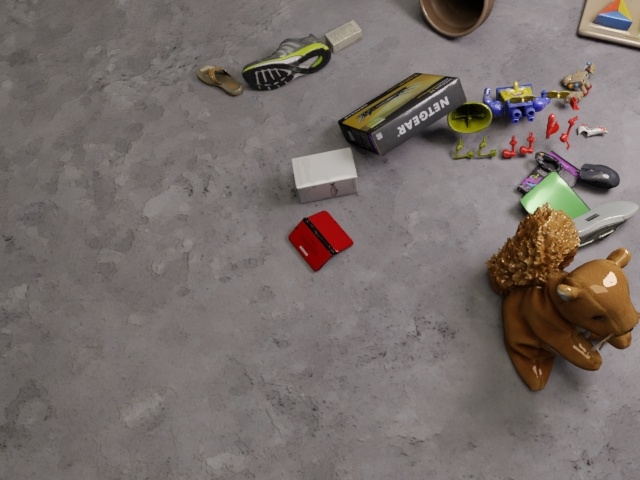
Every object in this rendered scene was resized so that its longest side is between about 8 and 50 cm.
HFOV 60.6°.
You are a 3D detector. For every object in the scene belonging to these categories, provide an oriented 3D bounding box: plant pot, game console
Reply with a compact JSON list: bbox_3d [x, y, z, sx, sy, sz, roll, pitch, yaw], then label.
[{"bbox_3d":[0.488,-0.833,1.788,0.263,0.263,0.229,41,59,19],"label":"plant pot"},{"bbox_3d":[0.000,0.000,1.601,0.124,0.085,0.144,-48,68,19],"label":"game console"}]

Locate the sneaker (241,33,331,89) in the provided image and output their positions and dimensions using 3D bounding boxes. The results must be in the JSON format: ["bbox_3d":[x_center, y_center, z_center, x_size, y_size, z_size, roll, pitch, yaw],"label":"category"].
[{"bbox_3d":[-0.121,-0.597,1.819,0.299,0.111,0.121,-20,57,-9],"label":"sneaker"}]

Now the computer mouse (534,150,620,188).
[{"bbox_3d":[0.737,-0.209,1.570,0.241,0.041,0.071,20,72,12],"label":"computer mouse"}]

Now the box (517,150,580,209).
[{"bbox_3d":[0.671,-0.172,1.598,0.116,0.029,0.162,42,76,18],"label":"box"}]

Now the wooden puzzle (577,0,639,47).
[{"bbox_3d":[1.043,-0.778,1.782,0.321,0.080,0.348,18,71,12],"label":"wooden puzzle"}]

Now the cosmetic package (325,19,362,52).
[{"bbox_3d":[0.079,-0.693,1.861,0.115,0.041,0.060,-28,68,-6],"label":"cosmetic package"}]

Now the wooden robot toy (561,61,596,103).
[{"bbox_3d":[0.790,-0.485,1.708,0.079,0.076,0.173,16,66,49],"label":"wooden robot toy"}]

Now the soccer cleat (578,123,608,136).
[{"bbox_3d":[0.819,-0.327,1.649,0.083,0.029,0.036,16,79,15],"label":"soccer cleat"}]

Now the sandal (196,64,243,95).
[{"bbox_3d":[-0.338,-0.547,1.837,0.180,0.049,0.072,32,74,17],"label":"sandal"}]

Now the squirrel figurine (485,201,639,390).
[{"bbox_3d":[0.565,0.115,1.305,0.280,0.370,0.397,-25,68,-5],"label":"squirrel figurine"}]

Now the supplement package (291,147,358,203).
[{"bbox_3d":[0.015,-0.192,1.628,0.179,0.105,0.105,-11,67,2],"label":"supplement package"}]

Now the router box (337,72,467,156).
[{"bbox_3d":[0.235,-0.382,1.627,0.308,0.081,0.243,-34,28,-9],"label":"router box"}]

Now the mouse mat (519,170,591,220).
[{"bbox_3d":[0.673,-0.087,1.550,0.152,0.007,0.190,-39,84,-11],"label":"mouse mat"}]

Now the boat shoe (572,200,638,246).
[{"bbox_3d":[0.772,-0.044,1.515,0.219,0.070,0.078,-21,33,-3],"label":"boat shoe"}]

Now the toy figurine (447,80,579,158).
[{"bbox_3d":[0.568,-0.387,1.666,0.362,0.191,0.217,-6,35,13],"label":"toy figurine"}]
